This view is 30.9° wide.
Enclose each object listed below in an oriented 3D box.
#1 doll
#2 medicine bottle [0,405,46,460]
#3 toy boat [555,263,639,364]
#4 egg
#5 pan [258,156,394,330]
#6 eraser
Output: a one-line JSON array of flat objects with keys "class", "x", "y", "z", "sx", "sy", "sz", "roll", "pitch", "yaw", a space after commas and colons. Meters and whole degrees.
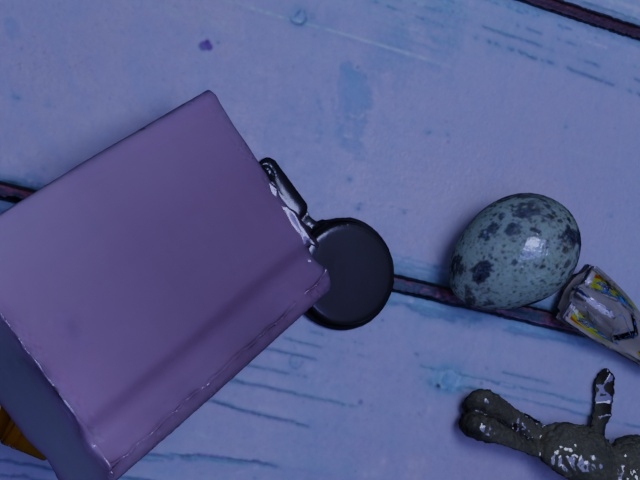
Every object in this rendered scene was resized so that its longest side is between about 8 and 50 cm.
[{"class": "doll", "x": 0.315, "y": 0.271, "z": 1.437, "sx": 0.285, "sy": 0.091, "sz": 0.203, "roll": 0, "pitch": 53, "yaw": -31}, {"class": "medicine bottle", "x": -0.362, "y": 0.136, "z": 1.184, "sx": 0.222, "sy": 0.112, "sz": 0.149, "roll": 28, "pitch": 77, "yaw": -16}, {"class": "toy boat", "x": 0.387, "y": 0.113, "z": 1.483, "sx": 0.210, "sy": 0.066, "sz": 0.084, "roll": 34, "pitch": 77, "yaw": -15}, {"class": "egg", "x": 0.233, "y": 0.017, "z": 1.398, "sx": 0.172, "sy": 0.132, "sz": 0.132, "roll": -33, "pitch": 98, "yaw": -7}, {"class": "pan", "x": 0.000, "y": 0.000, "z": 1.369, "sx": 0.136, "sy": 0.028, "sz": 0.235, "roll": -39, "pitch": 100, "yaw": -18}, {"class": "eraser", "x": -0.185, "y": 0.041, "z": 1.189, "sx": 0.272, "sy": 0.122, "sz": 0.359, "roll": 55, "pitch": 48, "yaw": -7}]
